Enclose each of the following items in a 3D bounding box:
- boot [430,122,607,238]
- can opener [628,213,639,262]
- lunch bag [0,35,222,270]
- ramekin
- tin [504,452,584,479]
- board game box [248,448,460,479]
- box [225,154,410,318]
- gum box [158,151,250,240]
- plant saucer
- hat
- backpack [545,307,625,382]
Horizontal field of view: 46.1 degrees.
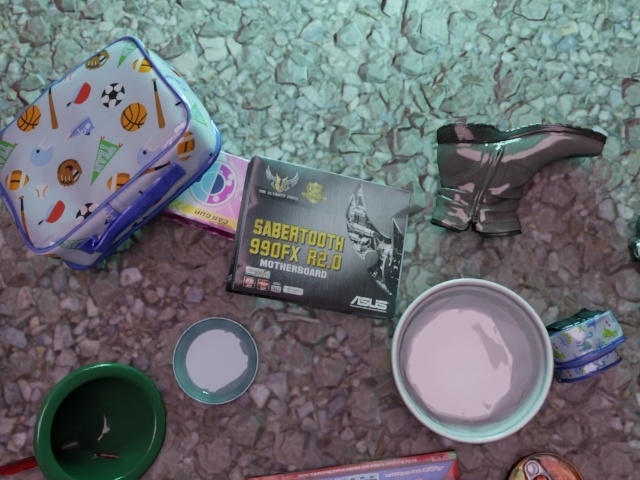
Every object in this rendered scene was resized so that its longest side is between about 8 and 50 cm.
[{"bbox_3d":[0.280,-0.082,1.075,0.246,0.083,0.161,0,89,3],"label":"boot"},{"bbox_3d":[0.496,0.091,1.024,0.095,0.076,0.284,-12,79,-1],"label":"can opener"},{"bbox_3d":[-0.295,-0.110,1.021,0.303,0.115,0.243,-41,64,5],"label":"lunch bag"},{"bbox_3d":[0.192,0.160,0.998,0.207,0.109,0.207,0,79,1],"label":"ramekin"},{"bbox_3d":[0.315,0.372,0.988,0.106,0.040,0.190,-26,79,-8],"label":"tin"},{"bbox_3d":[0.052,0.370,0.998,0.281,0.027,0.145,-8,79,-1],"label":"board game box"},{"bbox_3d":[0.000,0.000,1.026,0.230,0.056,0.183,12,80,-16],"label":"box"},{"bbox_3d":[-0.158,-0.071,1.077,0.188,0.062,0.107,19,78,5],"label":"gum box"},{"bbox_3d":[-0.145,0.168,1.047,0.119,0.021,0.120,0,77,1],"label":"plant saucer"},{"bbox_3d":[-0.347,0.254,1.033,0.208,0.183,0.173,3,83,-41],"label":"hat"},{"bbox_3d":[0.347,0.139,0.996,0.104,0.114,0.084,-24,79,-5],"label":"backpack"}]
